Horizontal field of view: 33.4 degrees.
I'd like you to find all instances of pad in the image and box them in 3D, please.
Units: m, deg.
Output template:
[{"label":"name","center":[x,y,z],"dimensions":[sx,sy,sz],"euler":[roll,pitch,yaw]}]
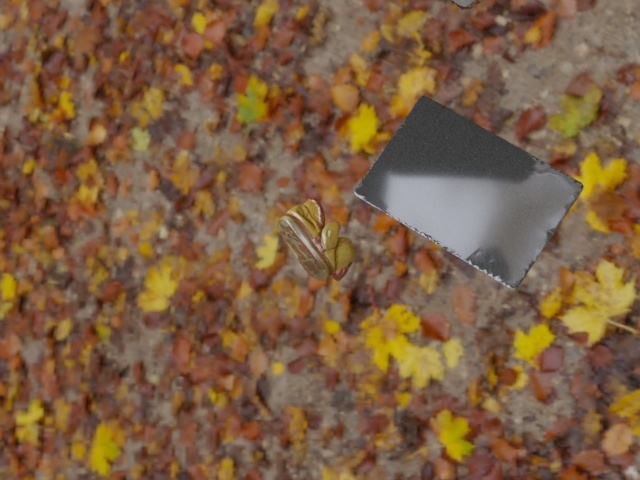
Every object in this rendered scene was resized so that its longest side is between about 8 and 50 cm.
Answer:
[{"label":"pad","center":[0.160,-0.056,1.166],"dimensions":[0.211,0.003,0.143],"euler":[33,83,19]}]

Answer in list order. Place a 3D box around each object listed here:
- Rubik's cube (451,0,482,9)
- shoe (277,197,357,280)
[{"label":"Rubik's cube","center":[0.088,-0.381,1.009],"dimensions":[0.248,0.250,0.246],"euler":[-152,77,-82]},{"label":"shoe","center":[0.000,-0.002,1.374],"dimensions":[0.109,0.069,0.072],"euler":[41,151,5]}]
